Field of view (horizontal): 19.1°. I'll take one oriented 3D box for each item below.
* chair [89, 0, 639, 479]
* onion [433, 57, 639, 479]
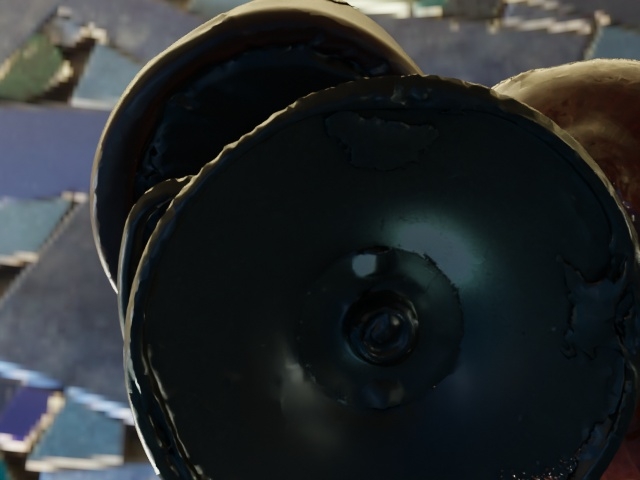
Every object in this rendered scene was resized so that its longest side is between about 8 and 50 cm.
[{"bbox_3d":[0.000,0.000,0.968,0.226,0.401,0.226,-2,104,-8],"label":"chair"},{"bbox_3d":[0.126,0.014,0.959,0.248,0.248,0.161,-19,131,20],"label":"onion"}]
